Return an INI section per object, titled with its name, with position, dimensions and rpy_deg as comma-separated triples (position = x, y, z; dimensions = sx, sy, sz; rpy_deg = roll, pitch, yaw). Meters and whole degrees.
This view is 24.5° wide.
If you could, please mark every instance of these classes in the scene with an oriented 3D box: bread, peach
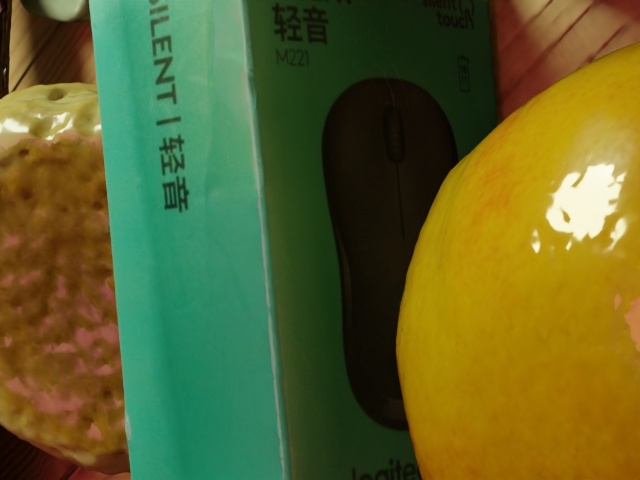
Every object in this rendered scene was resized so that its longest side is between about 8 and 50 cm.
[bread]
position = -0.130, 0.015, 0.908
dimensions = 0.245, 0.134, 0.244
rpy_deg = 4, 105, 14
[peach]
position = 0.194, 0.059, 0.546
dimensions = 0.289, 0.289, 0.308
rpy_deg = -46, 67, 33

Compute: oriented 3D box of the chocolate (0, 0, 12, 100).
[chocolate]
position = -0.253, -0.228, 1.039
dimensions = 0.102, 0.065, 0.329
rpy_deg = -2, 78, 6

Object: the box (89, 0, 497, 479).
[box]
position = 0.000, 0.000, 0.771
dimensions = 0.118, 0.205, 0.311
rpy_deg = -6, 88, 40

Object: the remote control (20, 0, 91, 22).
[remote control]
position = -0.162, -0.305, 1.008
dimensions = 0.090, 0.038, 0.309
rpy_deg = 19, 105, 40
